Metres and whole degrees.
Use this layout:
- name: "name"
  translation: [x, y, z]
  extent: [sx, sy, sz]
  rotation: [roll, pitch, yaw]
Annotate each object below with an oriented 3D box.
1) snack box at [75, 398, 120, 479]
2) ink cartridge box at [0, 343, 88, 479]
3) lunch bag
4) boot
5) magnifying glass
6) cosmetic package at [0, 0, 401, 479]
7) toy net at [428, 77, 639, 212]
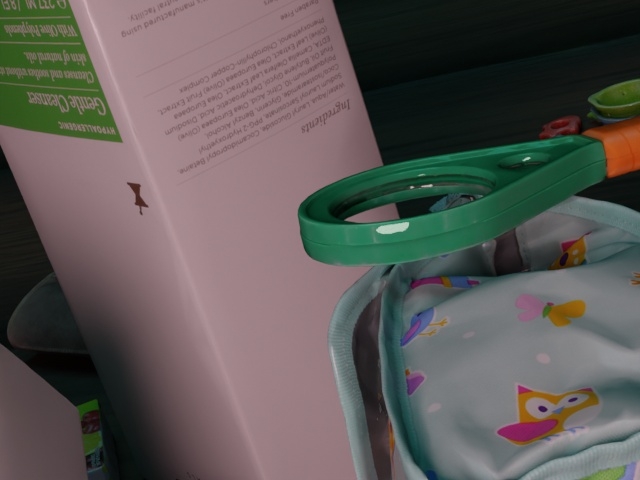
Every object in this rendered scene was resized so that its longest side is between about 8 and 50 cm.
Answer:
- name: "snack box"
  translation: [-0.209, 0.167, 0.902]
  extent: [0.141, 0.037, 0.100]
  rotation: [-21, 22, -4]
- name: "ink cartridge box"
  translation: [-0.198, 0.201, 0.537]
  extent: [0.207, 0.117, 0.283]
  rotation: [-17, 60, 6]
- name: "lunch bag"
  translation: [0.099, 0.114, 0.550]
  extent: [0.160, 0.223, 0.262]
  rotation: [-13, 21, -1]
- name: "boot"
  translation: [-0.134, 0.046, 1.096]
  extent: [0.189, 0.076, 0.208]
  rotation: [-32, 20, -35]
- name: "magnifying glass"
  translation: [0.100, -0.031, 0.594]
  extent: [0.230, 0.026, 0.092]
  rotation: [-18, 18, -15]
- name: "cosmetic package"
  translation: [-0.066, -0.019, 0.794]
  extent: [0.155, 0.366, 0.197]
  rotation: [-30, 23, -30]
- name: "toy net"
  translation: [0.191, -0.087, 1.166]
  extent: [0.232, 0.045, 0.122]
  rotation: [-23, 23, -10]
